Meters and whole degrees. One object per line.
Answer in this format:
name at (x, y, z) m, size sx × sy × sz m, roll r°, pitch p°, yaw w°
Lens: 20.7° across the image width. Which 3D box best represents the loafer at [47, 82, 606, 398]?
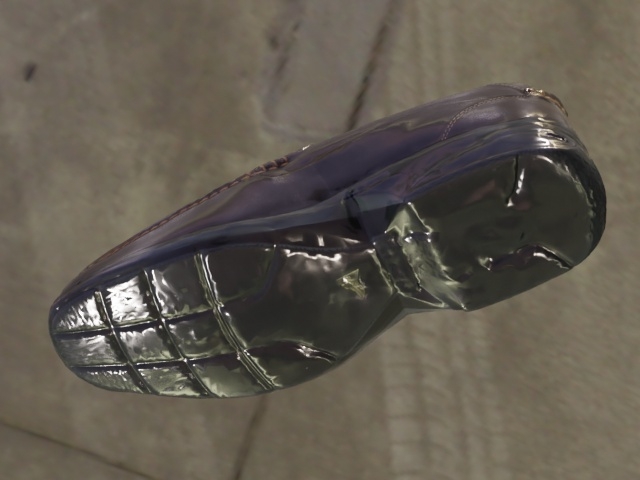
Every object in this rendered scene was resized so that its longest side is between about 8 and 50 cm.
loafer at (0.000, 0.000, 0.529) m, size 0.170 × 0.062 × 0.061 m, roll -16°, pitch 33°, yaw 7°
